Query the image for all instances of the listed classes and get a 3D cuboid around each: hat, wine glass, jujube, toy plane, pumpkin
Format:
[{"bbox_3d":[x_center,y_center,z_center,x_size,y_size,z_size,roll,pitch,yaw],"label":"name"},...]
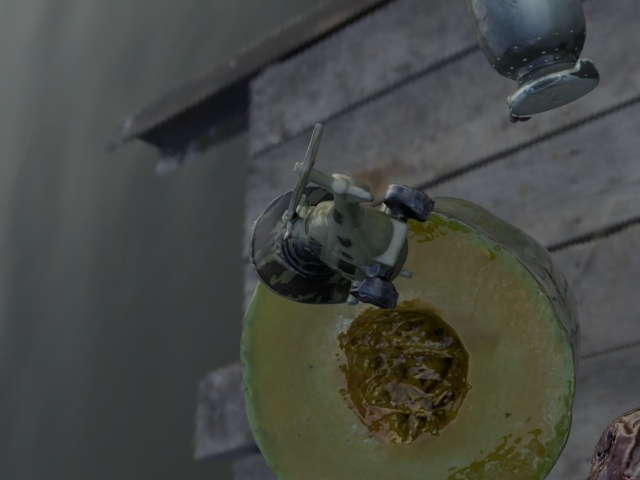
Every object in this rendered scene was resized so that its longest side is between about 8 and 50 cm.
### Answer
[{"bbox_3d":[0.000,0.000,1.185,0.050,0.121,0.121,122,148,-54],"label":"hat"},{"bbox_3d":[0.207,-0.233,1.463,0.111,0.111,0.205,-28,72,41],"label":"wine glass"},{"bbox_3d":[0.442,0.294,1.713,0.243,0.183,0.183,20,89,9],"label":"jujube"},{"bbox_3d":[0.020,-0.013,1.039,0.286,0.108,0.092,79,-147,-80],"label":"toy plane"},{"bbox_3d":[0.100,0.116,1.430,0.332,0.199,0.333,3,101,15],"label":"pumpkin"}]
